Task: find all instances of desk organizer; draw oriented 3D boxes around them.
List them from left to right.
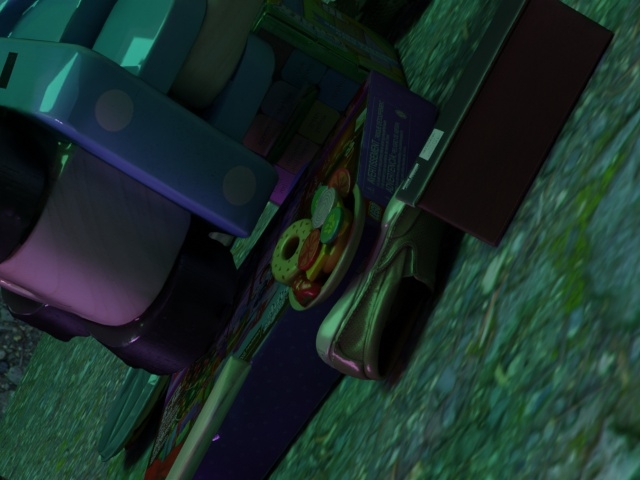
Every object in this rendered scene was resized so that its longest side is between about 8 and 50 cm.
[{"bbox_3d":[0.095,-0.066,0.840,0.130,0.050,0.047,-61,11,2],"label":"desk organizer"}]

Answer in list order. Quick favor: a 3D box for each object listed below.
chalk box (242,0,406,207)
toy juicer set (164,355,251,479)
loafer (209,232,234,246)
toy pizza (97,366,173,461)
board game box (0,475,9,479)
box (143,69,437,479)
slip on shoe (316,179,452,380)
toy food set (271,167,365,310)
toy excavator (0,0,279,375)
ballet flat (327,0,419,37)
[{"bbox_3d":[-0.020,-0.106,1.258,0.132,0.132,0.213,-57,13,18],"label":"chalk box"},{"bbox_3d":[-0.058,0.233,0.697,0.209,0.089,0.329,-54,24,29],"label":"toy juicer set"},{"bbox_3d":[-0.102,-0.113,1.684,0.319,0.111,0.112,-65,12,-18],"label":"loafer"},{"bbox_3d":[-0.160,0.129,1.570,0.201,0.032,0.201,-59,11,19],"label":"toy pizza"},{"bbox_3d":[-0.300,0.374,1.317,0.232,0.141,0.291,-46,19,54],"label":"board game box"},{"bbox_3d":[-0.024,0.050,1.077,0.293,0.057,0.201,-55,12,28],"label":"box"},{"bbox_3d":[0.049,0.016,0.889,0.041,0.051,0.135,24,74,39],"label":"slip on shoe"},{"bbox_3d":[0.000,0.000,0.911,0.082,0.020,0.083,-59,20,20],"label":"toy food set"},{"bbox_3d":[-0.096,-0.148,1.082,0.433,0.222,0.445,12,75,53],"label":"toy excavator"},{"bbox_3d":[0.042,-0.194,1.411,0.250,0.058,0.084,130,144,-66],"label":"ballet flat"}]
